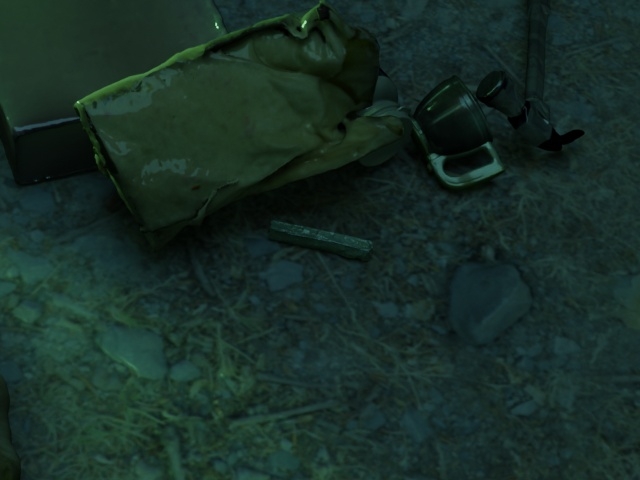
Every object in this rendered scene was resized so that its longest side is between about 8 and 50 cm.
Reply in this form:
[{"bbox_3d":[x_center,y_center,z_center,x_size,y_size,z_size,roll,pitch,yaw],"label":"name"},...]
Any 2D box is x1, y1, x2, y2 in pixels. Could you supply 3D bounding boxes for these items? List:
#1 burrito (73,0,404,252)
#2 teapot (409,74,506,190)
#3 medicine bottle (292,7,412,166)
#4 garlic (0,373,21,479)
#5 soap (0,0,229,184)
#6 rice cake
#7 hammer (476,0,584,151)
[{"bbox_3d":[-0.086,-0.132,1.731,0.332,0.135,0.190,-24,96,-6],"label":"burrito"},{"bbox_3d":[0.154,-0.126,1.858,0.091,0.092,0.124,-30,50,0],"label":"teapot"},{"bbox_3d":[0.023,-0.180,1.865,0.107,0.107,0.191,-26,60,-25],"label":"medicine bottle"},{"bbox_3d":[-0.396,0.188,1.488,0.228,0.152,0.228,13,69,-35],"label":"garlic"},{"bbox_3d":[-0.260,-0.228,1.862,0.296,0.107,0.285,-12,56,-18],"label":"soap"},{"bbox_3d":[0.000,0.000,1.778,0.121,0.022,0.021,12,53,1],"label":"rice cake"},{"bbox_3d":[0.271,-0.279,1.985,0.152,0.044,0.427,35,41,-27],"label":"hammer"}]
